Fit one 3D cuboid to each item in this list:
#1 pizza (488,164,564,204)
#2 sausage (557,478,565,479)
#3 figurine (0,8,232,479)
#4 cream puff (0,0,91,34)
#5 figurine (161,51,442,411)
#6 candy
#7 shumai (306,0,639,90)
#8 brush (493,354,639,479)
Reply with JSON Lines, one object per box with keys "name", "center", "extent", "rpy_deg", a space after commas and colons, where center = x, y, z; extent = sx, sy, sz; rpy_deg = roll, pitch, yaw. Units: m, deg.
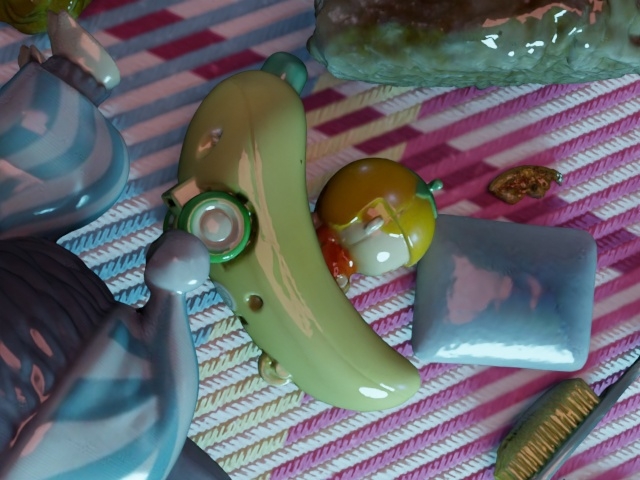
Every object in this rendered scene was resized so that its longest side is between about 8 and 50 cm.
{"name": "pizza", "center": [0.201, -0.055, 1.020], "extent": [0.083, 0.016, 0.037], "rpy_deg": [-8, 99, -16]}
{"name": "sausage", "center": [0.300, 0.278, 1.039], "extent": [0.158, 0.042, 0.036], "rpy_deg": [21, 123, -12]}
{"name": "figurine", "center": [-0.196, 0.085, 0.831], "extent": [0.378, 0.266, 0.361], "rpy_deg": [44, 66, -21]}
{"name": "cream puff", "center": [-0.236, -0.243, 0.858], "extent": [0.146, 0.116, 0.146], "rpy_deg": [-1, 93, -17]}
{"name": "figurine", "center": [0.000, 0.000, 0.918], "extent": [0.222, 0.124, 0.324], "rpy_deg": [-35, 98, -15]}
{"name": "candy", "center": [0.173, 0.051, 0.984], "extent": [0.174, 0.071, 0.138], "rpy_deg": [6, 87, -12]}
{"name": "shumai", "center": [0.132, -0.260, 0.871], "extent": [0.314, 0.267, 0.262], "rpy_deg": [-5, 94, -20]}
{"name": "brush", "center": [0.264, 0.146, 1.022], "extent": [0.297, 0.068, 0.060], "rpy_deg": [-42, 78, -14]}
